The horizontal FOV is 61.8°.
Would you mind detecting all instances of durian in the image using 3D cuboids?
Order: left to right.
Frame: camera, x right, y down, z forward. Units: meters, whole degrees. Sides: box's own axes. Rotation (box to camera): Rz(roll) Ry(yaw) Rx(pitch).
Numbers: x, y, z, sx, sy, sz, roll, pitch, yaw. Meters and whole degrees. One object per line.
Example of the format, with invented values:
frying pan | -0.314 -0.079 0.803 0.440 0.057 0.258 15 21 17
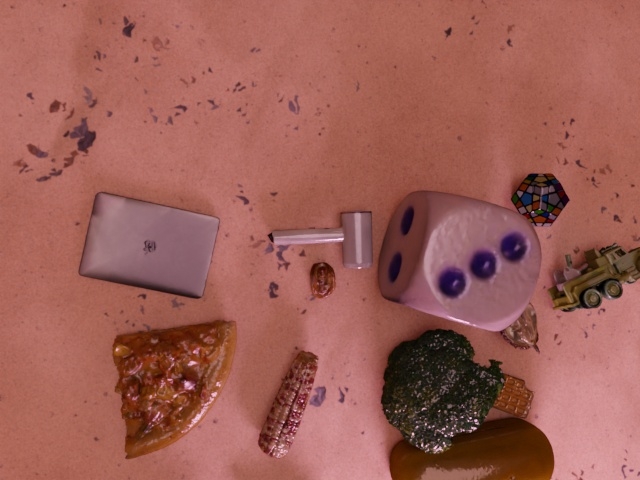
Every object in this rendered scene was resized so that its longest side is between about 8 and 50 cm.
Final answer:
durian | 0.472 0.209 1.274 0.111 0.071 0.140 -26 81 -13

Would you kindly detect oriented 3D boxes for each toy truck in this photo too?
toy truck | 0.680 0.075 1.287 0.260 0.128 0.135 -19 79 -9

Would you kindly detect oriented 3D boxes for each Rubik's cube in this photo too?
Rubik's cube | 0.518 -0.095 1.262 0.112 0.133 0.133 2 89 -37

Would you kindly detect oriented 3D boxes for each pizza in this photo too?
pizza | -0.297 0.313 1.143 0.269 0.087 0.257 -9 94 -12

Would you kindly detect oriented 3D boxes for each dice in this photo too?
dice | 0.292 0.044 1.163 0.259 0.243 0.251 16 87 -12

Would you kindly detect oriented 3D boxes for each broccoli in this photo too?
broccoli | 0.263 0.331 1.181 0.242 0.262 0.269 11 91 -48

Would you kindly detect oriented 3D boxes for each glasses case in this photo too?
glasses case | 0.351 0.527 1.217 0.372 0.141 0.173 -7 92 -9

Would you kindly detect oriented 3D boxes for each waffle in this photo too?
waffle | 0.452 0.369 1.295 0.135 0.021 0.092 20 86 -9

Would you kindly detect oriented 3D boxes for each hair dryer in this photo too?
hair dryer | 0.000 0.000 1.200 0.237 0.073 0.131 -1 91 -7

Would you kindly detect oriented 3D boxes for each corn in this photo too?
corn | -0.068 0.359 1.181 0.080 0.079 0.237 21 86 -9

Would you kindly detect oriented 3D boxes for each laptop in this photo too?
laptop | -0.370 0.012 1.162 0.269 0.015 0.187 12 88 -9

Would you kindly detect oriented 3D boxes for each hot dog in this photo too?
hot dog | 0.005 0.091 1.214 0.058 0.035 0.083 -3 90 -6
